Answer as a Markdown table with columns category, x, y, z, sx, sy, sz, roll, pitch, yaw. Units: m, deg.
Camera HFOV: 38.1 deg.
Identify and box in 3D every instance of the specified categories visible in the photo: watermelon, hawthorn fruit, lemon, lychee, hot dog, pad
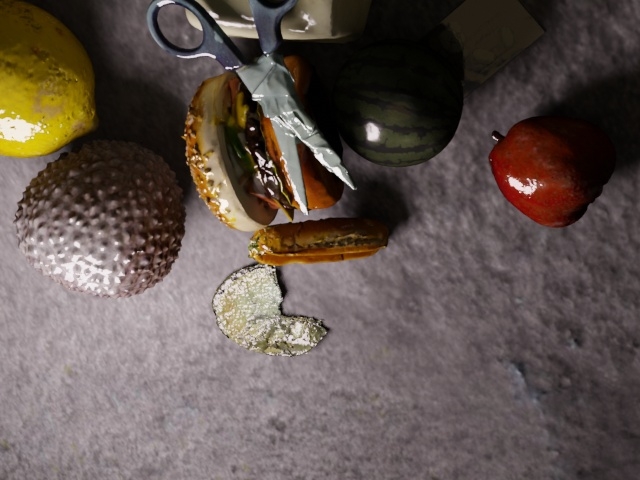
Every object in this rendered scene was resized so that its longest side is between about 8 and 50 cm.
| category | x | y | z | sx | sy | sz | roll | pitch | yaw |
| --- | --- | --- | --- | --- | --- | --- | --- | --- | --- |
| watermelon | 0.121 | -0.219 | 1.484 | 0.212 | 0.212 | 0.212 | 4 | 117 | 7 |
| hawthorn fruit | 0.369 | -0.125 | 1.521 | 0.202 | 0.185 | 0.185 | 30 | 119 | 13 |
| lemon | -0.510 | -0.266 | 1.541 | 0.310 | 0.258 | 0.258 | 31 | 117 | -9 |
| lychee | -0.375 | -0.035 | 1.611 | 0.300 | 0.300 | 0.300 | 4 | 117 | 7 |
| hot dog | 0.000 | 0.000 | 1.621 | 0.269 | 0.115 | 0.072 | -2 | 81 | -31 |
| pad | 0.254 | -0.326 | 1.522 | 0.190 | 0.004 | 0.127 | -39 | 105 | 24 |

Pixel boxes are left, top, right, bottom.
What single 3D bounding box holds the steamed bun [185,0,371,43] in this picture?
| category | x | y | z | sx | sy | sz | roll | pitch | yaw |
| --- | --- | --- | --- | --- | --- | --- | --- | --- | --- |
| steamed bun | -0.065 | -0.436 | 1.404 | 0.290 | 0.273 | 0.272 | 0 | 101 | 5 |

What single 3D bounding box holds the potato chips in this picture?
| category | x | y | z | sx | sy | sz | roll | pitch | yaw |
| --- | --- | --- | --- | --- | --- | --- | --- | --- | --- |
| potato chips | -0.103 | 0.145 | 1.811 | 0.220 | 0.029 | 0.202 | 41 | 116 | -9 |

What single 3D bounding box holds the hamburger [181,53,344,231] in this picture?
| category | x | y | z | sx | sy | sz | roll | pitch | yaw |
| --- | --- | --- | --- | --- | --- | --- | --- | --- | --- |
| hamburger | -0.093 | -0.158 | 1.511 | 0.225 | 0.291 | 0.291 | -12 | 114 | 16 |

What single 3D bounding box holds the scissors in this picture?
| category | x | y | z | sx | sy | sz | roll | pitch | yaw |
| --- | --- | --- | --- | --- | --- | --- | --- | --- | --- |
| scissors | -0.073 | -0.215 | 1.329 | 0.256 | 0.029 | 0.383 | -20 | 107 | 23 |
